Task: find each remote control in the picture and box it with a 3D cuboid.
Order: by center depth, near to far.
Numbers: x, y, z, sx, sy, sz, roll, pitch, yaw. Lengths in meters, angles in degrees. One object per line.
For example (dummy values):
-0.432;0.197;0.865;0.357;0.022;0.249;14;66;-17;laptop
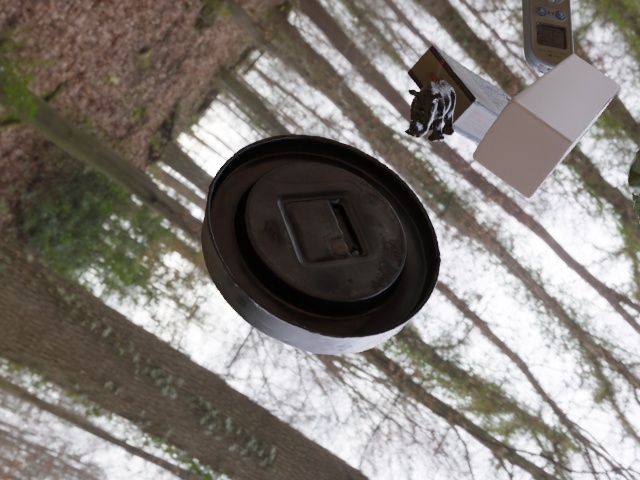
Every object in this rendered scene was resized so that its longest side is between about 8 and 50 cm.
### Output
0.401;-0.403;1.379;0.047;0.087;0.244;128;-32;-65;remote control

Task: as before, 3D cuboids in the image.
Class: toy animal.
0.120;-0.144;0.859;0.047;0.135;0.065;15;-68;20;toy animal

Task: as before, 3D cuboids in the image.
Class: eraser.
0.268;-0.140;0.887;0.298;0.078;0.076;-37;162;-54;eraser

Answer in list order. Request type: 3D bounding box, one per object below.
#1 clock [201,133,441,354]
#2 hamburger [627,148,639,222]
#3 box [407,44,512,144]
0.000;-0.001;1.011;0.066;0.318;0.319;121;-20;-49;clock
0.487;-0.072;0.963;0.167;0.192;0.288;-25;-178;38;hamburger
0.345;-0.282;1.667;0.084;0.310;0.198;-47;-132;24;box
